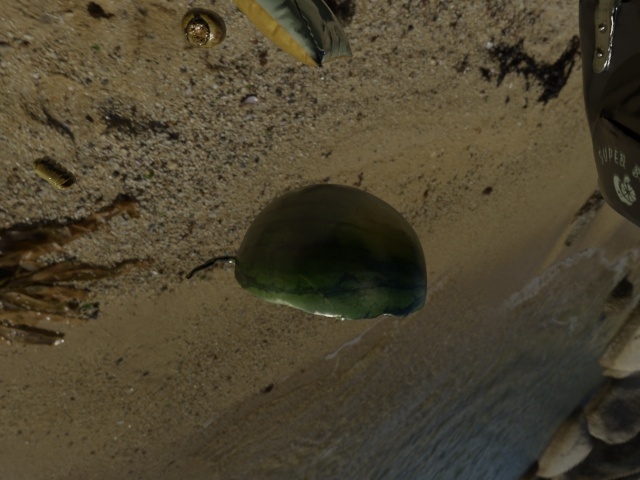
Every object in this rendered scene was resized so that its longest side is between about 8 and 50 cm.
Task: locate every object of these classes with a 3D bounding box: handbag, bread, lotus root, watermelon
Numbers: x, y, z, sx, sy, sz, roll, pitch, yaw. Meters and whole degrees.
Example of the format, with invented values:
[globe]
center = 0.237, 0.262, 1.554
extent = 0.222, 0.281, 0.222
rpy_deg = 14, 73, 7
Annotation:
[handbag]
center = 0.370, -0.112, 0.447
extent = 0.152, 0.342, 0.288
rpy_deg = -29, 119, 16
[bread]
center = -0.574, -0.148, 0.973
extent = 0.088, 0.034, 0.049
rpy_deg = 44, 47, -25
[lotus root]
center = -0.296, -0.551, 1.176
extent = 0.108, 0.190, 0.094
rpy_deg = 15, 112, -7
[watermelon]
center = 0.008, 0.001, 0.498
extent = 0.204, 0.232, 0.127
rpy_deg = -30, 130, -65

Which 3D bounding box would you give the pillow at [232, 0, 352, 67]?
[pillow]
center = -0.070, -0.487, 0.950
extent = 0.119, 0.312, 0.310
rpy_deg = -45, -175, 26
